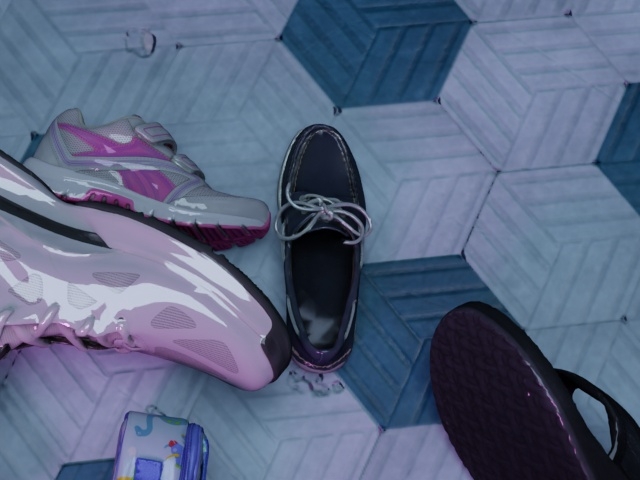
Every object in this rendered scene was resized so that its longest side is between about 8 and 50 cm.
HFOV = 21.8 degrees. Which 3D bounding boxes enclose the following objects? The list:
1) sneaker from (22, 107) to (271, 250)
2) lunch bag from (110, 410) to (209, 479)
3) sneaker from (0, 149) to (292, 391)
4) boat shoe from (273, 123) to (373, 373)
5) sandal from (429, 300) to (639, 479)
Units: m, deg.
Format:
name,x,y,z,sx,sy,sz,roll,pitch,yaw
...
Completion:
name,x,y,z,sx,sy,sz,roll,pitch,yaw
sneaker,-0.165,-0.065,1.612,0.252,0.103,0.111,16,75,-1
lunch bag,-0.155,0.268,1.478,0.090,0.176,0.219,9,72,-3
sneaker,-0.266,0.084,1.503,0.448,0.169,0.257,26,62,6
boat shoe,0.000,0.000,1.621,0.095,0.079,0.254,6,73,-3
sandal,0.259,0.241,1.556,0.107,0.167,0.445,-34,86,-39
